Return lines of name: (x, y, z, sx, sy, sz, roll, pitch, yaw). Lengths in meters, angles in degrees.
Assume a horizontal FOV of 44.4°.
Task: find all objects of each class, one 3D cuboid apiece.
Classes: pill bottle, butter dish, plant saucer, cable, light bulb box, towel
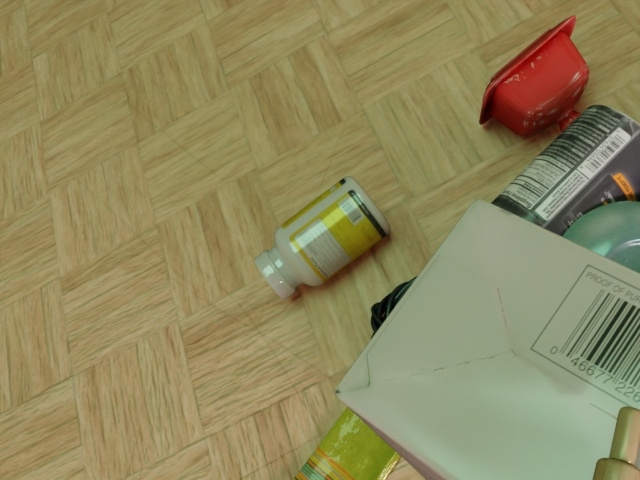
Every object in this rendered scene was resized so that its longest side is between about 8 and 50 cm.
pill bottle: (0.299, -0.042, 0.979, 0.245, 0.130, 0.130, -44, 53, -2)
pill bottle: (0.000, 0.000, 1.117, 0.184, 0.103, 0.103, -37, 53, 3)
butter dish: (0.308, -0.198, 1.072, 0.160, 0.160, 0.118, -39, 77, 1)
plant saucer: (0.360, 0.050, 0.892, 0.194, 0.037, 0.195, 0, 87, 2)
cable: (0.149, 0.104, 1.021, 0.184, 0.047, 0.151, 20, 73, 34)
light bulb box: (0.258, 0.202, 0.717, 0.357, 0.361, 0.225, 31, 77, 35)
towel: (0.048, 0.264, 0.995, 0.102, 0.021, 0.237, 30, 79, 34)

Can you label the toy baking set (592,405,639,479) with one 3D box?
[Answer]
toy baking set: (0.249, 0.216, 0.468, 0.196, 0.030, 0.256, 15, 69, 31)
